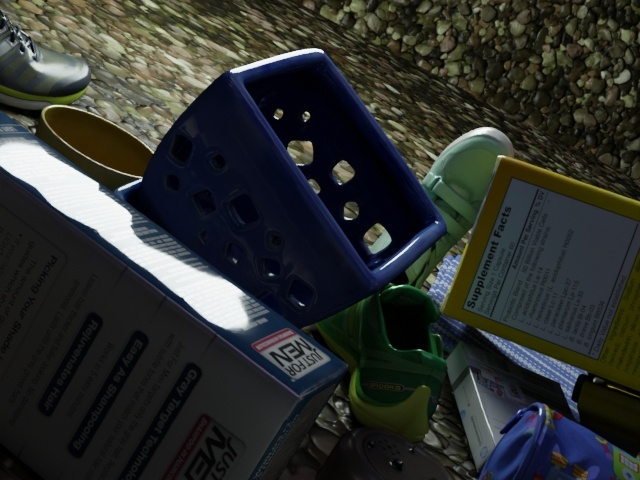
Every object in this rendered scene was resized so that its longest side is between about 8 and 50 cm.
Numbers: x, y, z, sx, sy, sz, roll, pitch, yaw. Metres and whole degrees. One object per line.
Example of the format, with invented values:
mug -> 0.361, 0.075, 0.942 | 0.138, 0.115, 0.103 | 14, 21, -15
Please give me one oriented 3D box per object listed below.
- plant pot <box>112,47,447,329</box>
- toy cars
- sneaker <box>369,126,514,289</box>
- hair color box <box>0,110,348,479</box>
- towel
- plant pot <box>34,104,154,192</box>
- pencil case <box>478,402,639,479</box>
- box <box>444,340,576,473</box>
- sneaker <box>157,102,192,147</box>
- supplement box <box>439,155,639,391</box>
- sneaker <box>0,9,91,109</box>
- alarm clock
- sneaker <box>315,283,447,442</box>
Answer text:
plant pot -> -0.049, -0.023, 1.240 | 0.236, 0.212, 0.236 | 54, 26, 3
toy cars -> 0.379, 0.225, 1.413 | 0.176, 0.087, 0.393 | 19, -1, -18
sneaker -> 0.142, -0.014, 1.553 | 0.094, 0.256, 0.151 | 36, 25, -7
hair color box -> -0.173, 0.068, 0.945 | 0.347, 0.174, 0.105 | 36, 17, 14
towel -> 0.236, 0.133, 1.668 | 0.243, 0.040, 0.336 | 34, 20, 4
plant pot -> -0.240, -0.061, 1.307 | 0.134, 0.095, 0.134 | 28, 17, -10
pencil case -> 0.299, 0.267, 1.255 | 0.306, 0.119, 0.133 | 28, 38, -10
box -> 0.219, 0.200, 1.406 | 0.145, 0.038, 0.186 | 23, 26, -21
sneaker -> -0.127, -0.072, 1.469 | 0.107, 0.124, 0.283 | 19, 21, -31
supplement box -> 0.346, 0.061, 1.476 | 0.356, 0.194, 0.195 | 21, 0, 17
sneaker -> -0.392, -0.241, 1.500 | 0.300, 0.121, 0.111 | 16, 24, -39
alarm clock -> 0.066, 0.211, 1.137 | 0.129, 0.064, 0.192 | 30, 15, -3
sneaker -> 0.073, 0.093, 1.353 | 0.109, 0.123, 0.295 | 22, 19, -24
